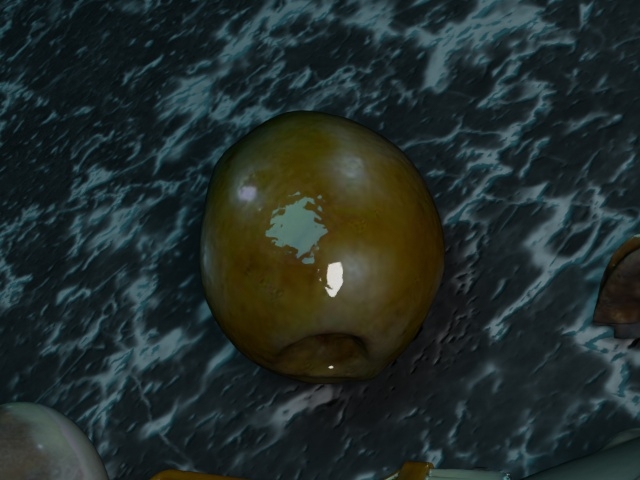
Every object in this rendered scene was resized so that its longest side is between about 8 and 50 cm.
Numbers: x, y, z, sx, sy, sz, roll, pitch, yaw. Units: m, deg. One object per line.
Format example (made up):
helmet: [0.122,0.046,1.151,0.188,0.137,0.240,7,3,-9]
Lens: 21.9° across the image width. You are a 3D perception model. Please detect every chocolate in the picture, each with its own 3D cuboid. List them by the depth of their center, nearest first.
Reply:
chocolate: [-0.232,0.189,1.208,0.147,0.221,0.221,-30,31,-30]

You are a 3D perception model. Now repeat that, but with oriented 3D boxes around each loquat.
loquat: [0.000,0.000,1.214,0.179,0.179,0.227,-22,43,18]

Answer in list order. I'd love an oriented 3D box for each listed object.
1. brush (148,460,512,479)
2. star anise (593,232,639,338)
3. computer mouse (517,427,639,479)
brush: [-0.013,0.187,1.150,0.314,0.017,0.090,-1,46,38]
star anise: [0.286,-0.001,1.061,0.229,0.093,0.236,-8,41,40]
computer mouse: [0.109,0.181,0.912,0.331,0.197,0.095,-36,77,7]
